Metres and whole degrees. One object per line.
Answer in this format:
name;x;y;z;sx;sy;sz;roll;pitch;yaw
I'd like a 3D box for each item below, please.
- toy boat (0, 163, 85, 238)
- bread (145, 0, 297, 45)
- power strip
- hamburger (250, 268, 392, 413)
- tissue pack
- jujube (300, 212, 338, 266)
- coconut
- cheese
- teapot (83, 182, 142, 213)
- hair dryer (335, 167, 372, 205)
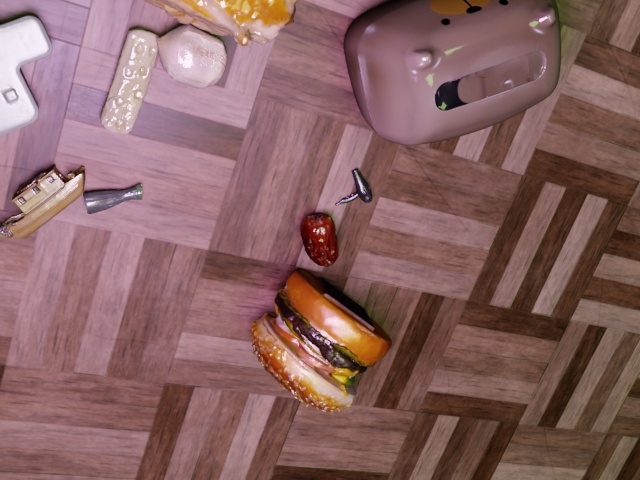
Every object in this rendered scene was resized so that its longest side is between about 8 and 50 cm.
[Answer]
toy boat;-0.520;-0.074;1.354;0.200;0.057;0.077;-37;116;1
bread;-0.192;-0.534;1.121;0.390;0.279;0.371;21;100;-26
power strip;-0.550;-0.316;1.228;0.193;0.059;0.265;-23;119;-8
hamburger;-0.006;0.217;1.548;0.291;0.291;0.225;38;94;-30
tissue pack;0.257;-0.339;1.382;0.387;0.277;0.267;-19;121;-9
jujube;0.000;0.000;1.567;0.077;0.077;0.129;-21;130;-9
coconut;-0.232;-0.333;1.307;0.124;0.110;0.110;19;107;-32
cheese;-0.342;-0.286;1.325;0.065;0.043;0.194;17;107;-24
teapot;-0.394;-0.082;1.404;0.110;0.043;0.043;-14;118;-16
hair dryer;0.064;-0.104;1.567;0.083;0.031;0.079;-27;110;3
